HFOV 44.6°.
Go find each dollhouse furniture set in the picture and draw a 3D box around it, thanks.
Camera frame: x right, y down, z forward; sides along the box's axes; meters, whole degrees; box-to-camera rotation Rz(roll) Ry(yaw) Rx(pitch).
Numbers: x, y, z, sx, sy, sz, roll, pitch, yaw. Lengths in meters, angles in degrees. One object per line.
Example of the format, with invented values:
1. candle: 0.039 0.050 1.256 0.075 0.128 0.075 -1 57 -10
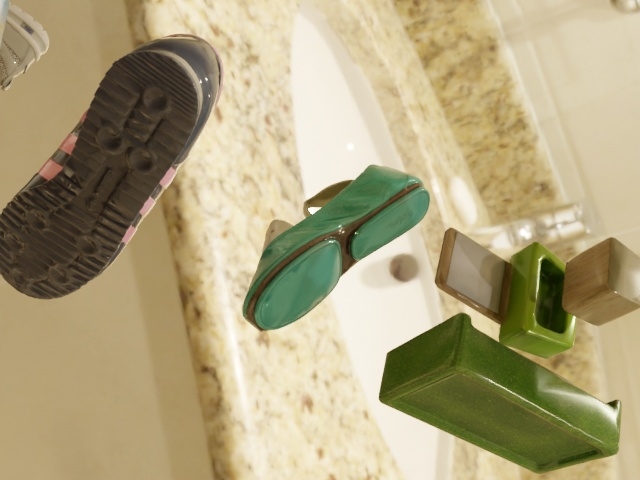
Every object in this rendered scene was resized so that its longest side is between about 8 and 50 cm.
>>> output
1. dollhouse furniture set: 0.198 0.015 0.528 0.151 0.301 0.197 29 54 -15

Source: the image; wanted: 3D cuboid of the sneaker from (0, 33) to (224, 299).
1. sneaker: -0.193 -0.065 0.738 0.112 0.319 0.131 43 30 -11

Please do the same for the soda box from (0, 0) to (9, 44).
1. soda box: -0.208 -0.088 0.398 0.058 0.063 0.183 25 65 -53

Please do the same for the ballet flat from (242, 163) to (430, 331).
1. ballet flat: 0.000 0.000 0.757 0.247 0.087 0.083 -35 139 -31

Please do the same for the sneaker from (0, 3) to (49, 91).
1. sneaker: -0.522 -0.311 1.063 0.281 0.105 0.115 28 61 -13
